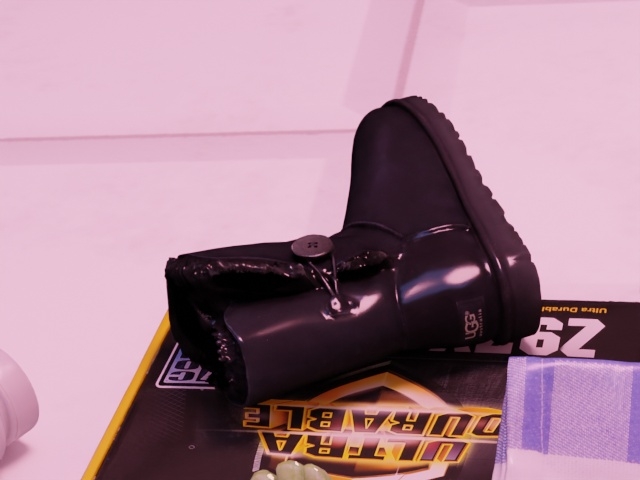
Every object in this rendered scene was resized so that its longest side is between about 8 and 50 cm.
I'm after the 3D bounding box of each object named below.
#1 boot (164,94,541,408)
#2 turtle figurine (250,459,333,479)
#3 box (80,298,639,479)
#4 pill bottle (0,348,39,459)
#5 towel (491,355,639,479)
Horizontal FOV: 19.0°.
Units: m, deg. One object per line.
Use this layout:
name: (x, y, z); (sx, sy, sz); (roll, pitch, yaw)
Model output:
boot: (0.000, 0.000, 1.199); (0.207, 0.094, 0.246); (-11, 36, -14)
turtle figurine: (-0.100, 0.212, 0.913); (0.274, 0.198, 0.266); (9, 32, 18)
box: (0.037, 0.129, 1.142); (0.322, 0.079, 0.257); (1, 30, 14)
pill bottle: (-0.248, 0.126, 1.203); (0.078, 0.078, 0.137); (18, 39, 36)
towel: (0.170, 0.191, 0.907); (0.209, 0.034, 0.285); (4, 67, 16)
